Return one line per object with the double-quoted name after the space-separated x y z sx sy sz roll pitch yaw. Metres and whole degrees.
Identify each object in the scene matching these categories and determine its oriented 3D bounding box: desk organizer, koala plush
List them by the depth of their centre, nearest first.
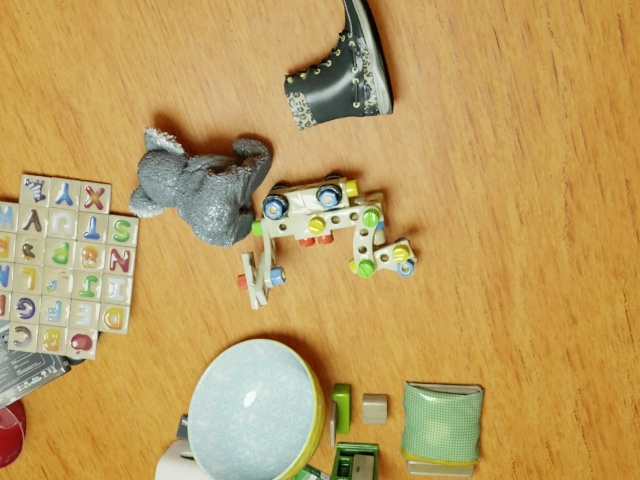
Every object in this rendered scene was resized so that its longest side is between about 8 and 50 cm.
-0.230 -0.101 1.571 0.221 0.203 0.196 23 113 10 "koala plush"
-0.226 0.400 1.835 0.130 0.050 0.047 11 80 18 "desk organizer"

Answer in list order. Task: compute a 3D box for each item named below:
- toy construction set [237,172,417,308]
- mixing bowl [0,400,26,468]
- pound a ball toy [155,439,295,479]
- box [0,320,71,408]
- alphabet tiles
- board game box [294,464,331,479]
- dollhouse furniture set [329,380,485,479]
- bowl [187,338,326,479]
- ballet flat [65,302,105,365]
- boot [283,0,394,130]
0.000 0.000 1.606 0.328 0.151 0.215 -15 110 0 "toy construction set"
-0.686 0.375 1.850 0.182 0.098 0.181 2 113 5 "mixing bowl"
-0.174 0.554 1.820 0.319 0.136 0.208 9 109 12 "pound a ball toy"
-0.638 0.234 1.748 0.231 0.056 0.183 -30 89 -4 "box"
-0.498 0.052 1.694 0.285 0.011 0.342 7 98 -1 "alphabet tiles"
-0.097 0.572 1.904 0.136 0.030 0.259 31 112 -4 "board game box"
0.169 0.397 1.736 0.302 0.151 0.197 1 112 6 "dollhouse furniture set"
-0.097 0.348 1.726 0.289 0.289 0.156 -32 147 17 "bowl"
-0.468 0.183 1.764 0.074 0.074 0.203 35 112 -8 "ballet flat"
0.015 -0.306 1.504 0.179 0.085 0.236 -13 111 14 "boot"
